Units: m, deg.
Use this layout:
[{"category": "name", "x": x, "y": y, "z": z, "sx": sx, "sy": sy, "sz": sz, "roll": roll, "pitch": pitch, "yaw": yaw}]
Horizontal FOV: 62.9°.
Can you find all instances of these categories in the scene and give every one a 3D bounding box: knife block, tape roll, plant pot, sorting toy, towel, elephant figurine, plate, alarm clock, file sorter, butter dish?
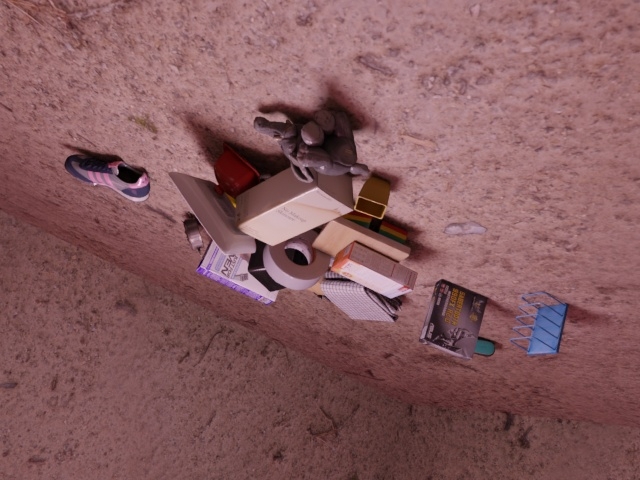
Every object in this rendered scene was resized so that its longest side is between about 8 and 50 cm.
[{"category": "knife block", "x": 0.023, "y": 0.167, "z": 2.138, "sx": 0.242, "sy": 0.088, "sz": 0.276, "roll": 20, "pitch": 157, "yaw": 1}, {"category": "tape roll", "x": -0.079, "y": 0.053, "z": 1.751, "sx": 0.219, "sy": 0.219, "sz": 0.072, "roll": 25, "pitch": 141, "yaw": -9}, {"category": "plant pot", "x": -0.142, "y": 0.070, "z": 1.964, "sx": 0.167, "sy": 0.188, "sz": 0.187, "roll": -5, "pitch": 148, "yaw": 25}, {"category": "sorting toy", "x": 0.130, "y": -0.005, "z": 1.663, "sx": 0.255, "sy": 0.089, "sz": 0.257, "roll": 24, "pitch": 158, "yaw": -7}, {"category": "plant pot", "x": 0.144, "y": -0.121, "z": 1.401, "sx": 0.081, "sy": 0.083, "sz": 0.081, "roll": 19, "pitch": 157, "yaw": 4}, {"category": "towel", "x": 0.170, "y": 0.212, "z": 2.081, "sx": 0.235, "sy": 0.121, "sz": 0.283, "roll": -3, "pitch": 146, "yaw": 41}, {"category": "elephant figurine", "x": -0.030, "y": -0.230, "z": 1.267, "sx": 0.169, "sy": 0.186, "sz": 0.239, "roll": -16, "pitch": -169, "yaw": -32}, {"category": "plate", "x": -0.293, "y": -0.083, "z": 1.517, "sx": 0.278, "sy": 0.045, "sz": 0.277, "roll": 54, "pitch": -171, "yaw": 6}, {"category": "alarm clock", "x": -0.506, "y": -0.009, "z": 2.105, "sx": 0.064, "sy": 0.192, "sz": 0.129, "roll": -20, "pitch": 159, "yaw": -14}, {"category": "file sorter", "x": 0.696, "y": 0.264, "z": 1.676, "sx": 0.104, "sy": 0.170, "sz": 0.118, "roll": 32, "pitch": 155, "yaw": -15}, {"category": "butter dish", "x": -0.260, "y": -0.177, "z": 1.536, "sx": 0.160, "sy": 0.118, "sz": 0.160, "roll": 43, "pitch": 159, "yaw": 16}]

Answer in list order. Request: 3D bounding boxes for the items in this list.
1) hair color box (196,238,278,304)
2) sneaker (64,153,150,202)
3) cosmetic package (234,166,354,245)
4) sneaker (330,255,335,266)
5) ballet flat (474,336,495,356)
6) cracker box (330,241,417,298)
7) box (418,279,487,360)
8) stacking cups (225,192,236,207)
[{"category": "hair color box", "x": -0.322, "y": 0.113, "z": 2.188, "sx": 0.338, "sy": 0.185, "sz": 0.110, "roll": 28, "pitch": 155, "yaw": -16}, {"category": "sneaker", "x": -0.764, "y": -0.256, "z": 1.887, "sx": 0.319, "sy": 0.112, "sz": 0.131, "roll": 21, "pitch": 140, "yaw": -6}, {"category": "cosmetic package", "x": -0.077, "y": -0.104, "z": 1.452, "sx": 0.309, "sy": 0.113, "sz": 0.160, "roll": -22, "pitch": 146, "yaw": 36}, {"category": "sneaker", "x": 0.086, "y": 0.062, "z": 1.826, "sx": 0.228, "sy": 0.086, "sz": 0.132, "roll": 5, "pitch": 165, "yaw": 34}, {"category": "ballet flat", "x": 0.602, "y": 0.439, "z": 2.245, "sx": 0.280, "sy": 0.095, "sz": 0.096, "roll": 19, "pitch": 169, "yaw": 6}, {"category": "cracker box", "x": 0.168, "y": 0.098, "z": 1.656, "sx": 0.232, "sy": 0.067, "sz": 0.156, "roll": 27, "pitch": 157, "yaw": -11}, {"category": "box", "x": 0.462, "y": 0.276, "z": 1.818, "sx": 0.183, "sy": 0.231, "sz": 0.056, "roll": 23, "pitch": 160, "yaw": -2}, {"category": "stacking cups", "x": -0.172, "y": -0.136, "z": 1.636, "sx": 0.316, "sy": 0.096, "sz": 0.096, "roll": 6, "pitch": 153, "yaw": 27}]
